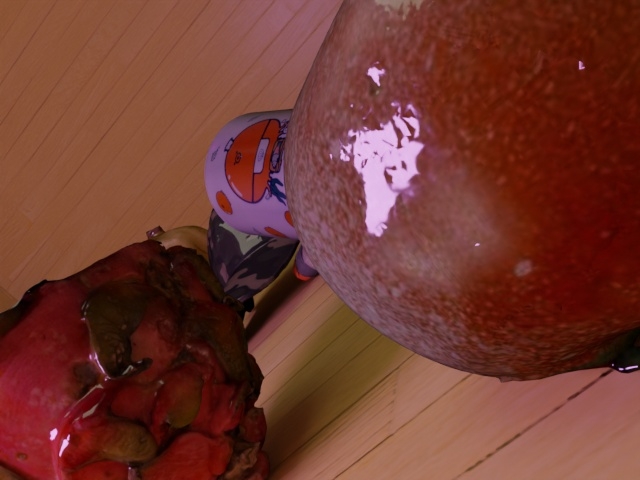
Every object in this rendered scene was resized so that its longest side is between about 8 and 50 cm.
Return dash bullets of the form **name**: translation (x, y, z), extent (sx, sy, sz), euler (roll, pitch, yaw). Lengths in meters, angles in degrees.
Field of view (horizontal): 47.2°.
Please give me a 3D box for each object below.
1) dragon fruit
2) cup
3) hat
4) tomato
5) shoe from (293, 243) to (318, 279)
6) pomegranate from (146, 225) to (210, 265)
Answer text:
- **dragon fruit**: translation (-0.188, 0.183, 0.703), extent (0.296, 0.263, 0.314), euler (-43, -5, 32)
- **cup**: translation (-0.014, -0.103, 1.143), extent (0.212, 0.212, 0.317), euler (-50, 30, -21)
- **hat**: translation (-0.170, 0.040, 1.396), extent (0.381, 0.257, 0.366), euler (-28, -26, -57)
- **tomato**: translation (0.116, -0.080, 0.423), extent (0.303, 0.239, 0.303), euler (-50, 8, 10)
- **shoe**: translation (0.000, -0.001, 1.306), extent (0.077, 0.074, 0.194), euler (-48, 8, 34)
- **pomegranate**: translation (-0.393, 0.114, 1.990), extent (0.332, 0.332, 0.332), euler (-46, 8, 8)
